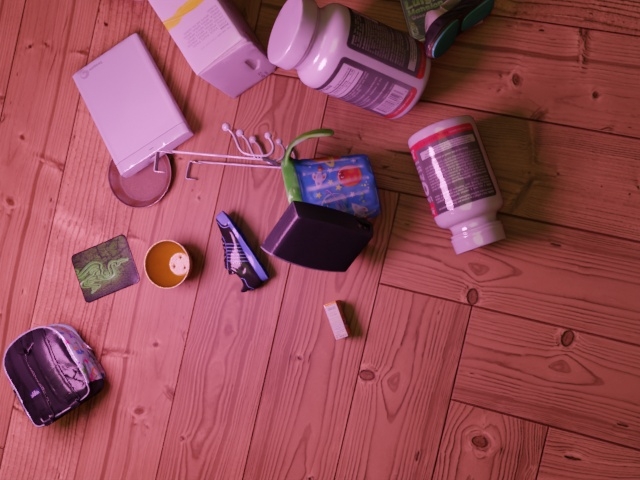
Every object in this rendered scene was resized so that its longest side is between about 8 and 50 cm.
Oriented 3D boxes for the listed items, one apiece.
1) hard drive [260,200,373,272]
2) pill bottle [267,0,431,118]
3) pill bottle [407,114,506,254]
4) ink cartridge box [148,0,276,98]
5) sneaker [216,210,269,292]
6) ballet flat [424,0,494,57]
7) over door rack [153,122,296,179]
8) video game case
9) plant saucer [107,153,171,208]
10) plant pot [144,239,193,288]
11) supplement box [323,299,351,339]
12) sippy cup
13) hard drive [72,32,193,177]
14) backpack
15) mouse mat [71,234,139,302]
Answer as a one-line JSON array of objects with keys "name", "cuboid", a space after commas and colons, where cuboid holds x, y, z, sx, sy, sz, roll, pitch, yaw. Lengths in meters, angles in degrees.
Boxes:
[{"name": "hard drive", "cuboid": [0.000, 0.000, 1.703, 0.172, 0.254, 0.054, -53, 42, 27]}, {"name": "pill bottle", "cuboid": [0.071, -0.451, 1.704, 0.363, 0.210, 0.210, 17, 93, -27]}, {"name": "pill bottle", "cuboid": [0.349, -0.135, 1.733, 0.176, 0.176, 0.318, -20, 84, 12]}, {"name": "ink cartridge box", "cuboid": [-0.312, -0.595, 1.842, 0.160, 0.279, 0.385, -35, 81, 10]}, {"name": "sneaker", "cuboid": [-0.236, 0.032, 1.910, 0.090, 0.081, 0.232, -33, 83, 3]}, {"name": "ballet flat", "cuboid": [0.321, -0.543, 1.732, 0.096, 0.095, 0.280, 35, 58, 23]}, {"name": "over door rack", "cuboid": [-0.250, -0.236, 1.839, 0.324, 0.239, 0.108, -6, 88, 12]}, {"name": "video game case", "cuboid": [0.313, -0.625, 1.834, 0.190, 0.022, 0.173, -16, 85, 12]}, {"name": "plant saucer", "cuboid": [-0.515, -0.190, 2.003, 0.198, 0.036, 0.198, 0, 88, 12]}, {"name": "plant pot", "cuboid": [-0.409, 0.065, 1.941, 0.134, 0.095, 0.134, 0, 89, 13]}, {"name": "supplement box", "cuboid": [0.046, 0.211, 1.851, 0.036, 0.062, 0.098, -21, 85, 10]}, {"name": "sippy cup", "cuboid": [0.032, -0.119, 1.792, 0.224, 0.305, 0.240, -13, 57, 1]}, {"name": "hard drive", "cuboid": [-0.539, -0.387, 1.984, 0.233, 0.047, 0.353, -31, 75, 7]}, {"name": "backpack", "cuboid": [-0.752, 0.363, 1.962, 0.225, 0.191, 0.253, -34, 89, 7]}, {"name": "mouse mat", "cuboid": [-0.631, 0.083, 2.037, 0.189, 0.007, 0.152, -22, 84, 12]}]
